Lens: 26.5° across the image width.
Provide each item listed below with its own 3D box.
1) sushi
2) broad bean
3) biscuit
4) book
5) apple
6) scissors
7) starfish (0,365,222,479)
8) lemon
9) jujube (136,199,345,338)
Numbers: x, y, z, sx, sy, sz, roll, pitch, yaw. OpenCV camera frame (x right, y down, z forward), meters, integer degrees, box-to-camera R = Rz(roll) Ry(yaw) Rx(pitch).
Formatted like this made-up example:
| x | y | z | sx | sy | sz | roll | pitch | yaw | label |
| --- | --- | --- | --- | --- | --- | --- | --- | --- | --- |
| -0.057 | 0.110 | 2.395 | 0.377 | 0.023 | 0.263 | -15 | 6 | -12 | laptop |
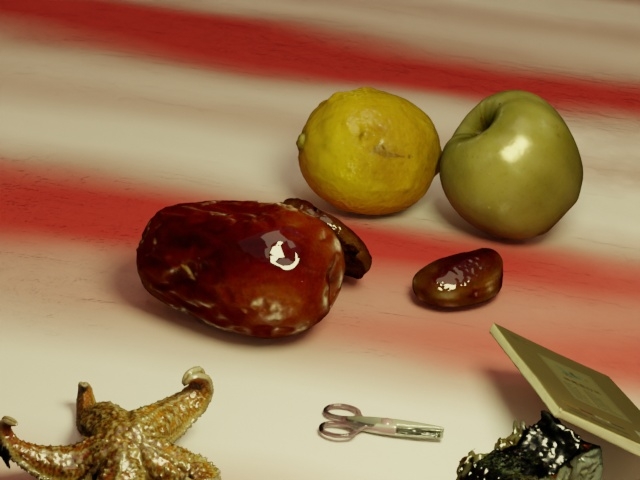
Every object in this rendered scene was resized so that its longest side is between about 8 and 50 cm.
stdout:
| x | y | z | sx | sy | sz | roll | pitch | yaw | label |
| --- | --- | --- | --- | --- | --- | --- | --- | --- | --- |
| 0.265 | 0.307 | 1.761 | 0.212 | 0.147 | 0.115 | -21 | 38 | -33 | sushi |
| 0.229 | 0.064 | 2.251 | 0.165 | 0.084 | 0.114 | -11 | 16 | -15 | broad bean |
| 0.000 | 0.000 | 2.243 | 0.192 | 0.192 | 0.049 | 27 | 70 | 33 | biscuit |
| 0.371 | 0.219 | 1.910 | 0.217 | 0.021 | 0.310 | 25 | 12 | -16 | book |
| 0.347 | -0.136 | 2.433 | 0.262 | 0.262 | 0.262 | 4 | 29 | -2 | apple |
| 0.088 | 0.263 | 1.930 | 0.176 | 0.022 | 0.085 | 6 | 25 | 6 | scissors |
| -0.275 | 0.267 | 1.779 | 0.303 | 0.113 | 0.312 | -4 | 34 | -17 | starfish |
| 0.091 | -0.160 | 2.472 | 0.288 | 0.233 | 0.233 | 4 | 29 | -16 | lemon |
| -0.124 | 0.038 | 2.114 | 0.318 | 0.223 | 0.223 | 10 | 30 | 16 | jujube |
